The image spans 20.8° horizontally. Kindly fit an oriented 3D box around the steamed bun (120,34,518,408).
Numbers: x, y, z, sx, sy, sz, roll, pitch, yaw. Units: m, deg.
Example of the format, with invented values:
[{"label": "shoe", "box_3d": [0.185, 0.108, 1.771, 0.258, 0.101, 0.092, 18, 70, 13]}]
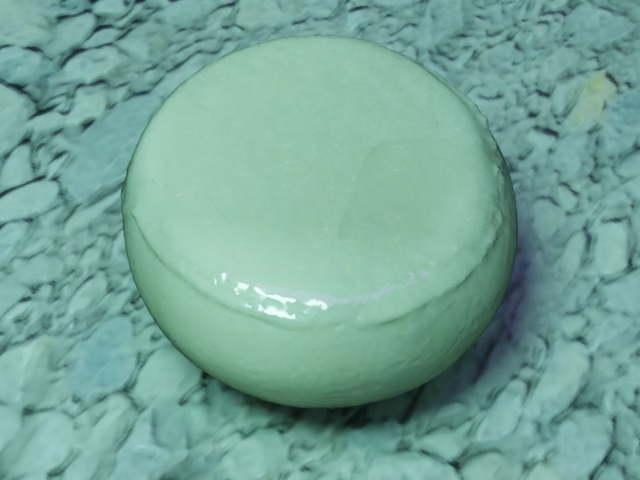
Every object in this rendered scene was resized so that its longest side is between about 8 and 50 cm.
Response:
[{"label": "steamed bun", "box_3d": [0.000, 0.000, 1.247, 0.283, 0.177, 0.283, 0, 52, 0]}]
